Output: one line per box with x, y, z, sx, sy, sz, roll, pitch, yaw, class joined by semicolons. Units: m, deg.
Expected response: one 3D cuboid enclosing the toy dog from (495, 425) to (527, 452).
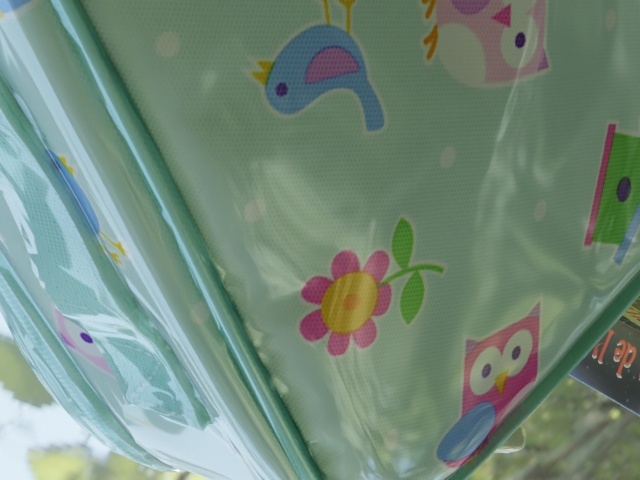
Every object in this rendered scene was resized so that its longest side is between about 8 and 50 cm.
0.000;0.000;1.315;0.395;0.408;0.284;45;-148;6;toy dog

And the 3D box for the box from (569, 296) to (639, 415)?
0.234;0.084;1.083;0.159;0.044;0.233;10;-166;-43;box

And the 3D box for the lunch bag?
-0.008;-0.082;0.440;0.108;0.279;0.224;18;-127;44;lunch bag
